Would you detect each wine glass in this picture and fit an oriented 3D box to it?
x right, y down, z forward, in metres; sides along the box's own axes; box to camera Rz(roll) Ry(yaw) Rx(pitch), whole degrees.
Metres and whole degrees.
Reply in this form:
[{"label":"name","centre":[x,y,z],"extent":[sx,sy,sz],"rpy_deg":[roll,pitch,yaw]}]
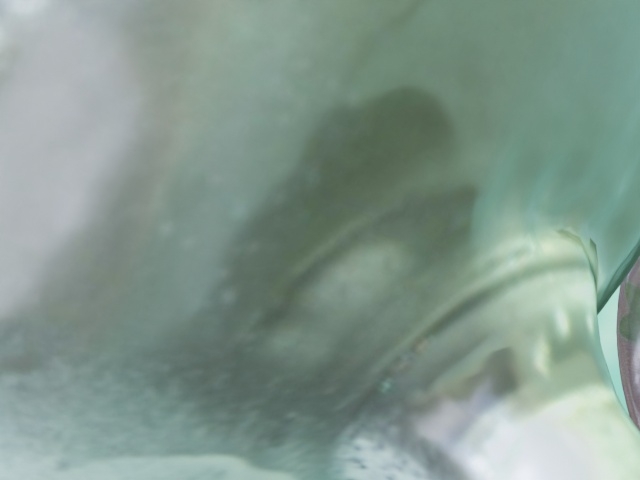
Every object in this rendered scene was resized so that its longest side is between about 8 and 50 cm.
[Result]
[{"label":"wine glass","centre":[0.000,0.000,0.401],"extent":[0.323,0.238,0.238],"rpy_deg":[52,141,28]}]

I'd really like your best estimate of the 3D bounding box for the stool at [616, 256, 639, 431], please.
[{"label":"stool","centre":[0.306,0.059,1.042],"extent":[0.272,0.179,0.272],"rpy_deg":[22,116,56]}]
